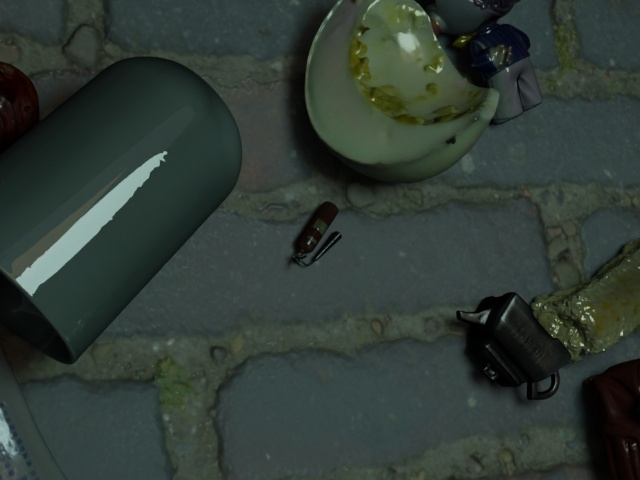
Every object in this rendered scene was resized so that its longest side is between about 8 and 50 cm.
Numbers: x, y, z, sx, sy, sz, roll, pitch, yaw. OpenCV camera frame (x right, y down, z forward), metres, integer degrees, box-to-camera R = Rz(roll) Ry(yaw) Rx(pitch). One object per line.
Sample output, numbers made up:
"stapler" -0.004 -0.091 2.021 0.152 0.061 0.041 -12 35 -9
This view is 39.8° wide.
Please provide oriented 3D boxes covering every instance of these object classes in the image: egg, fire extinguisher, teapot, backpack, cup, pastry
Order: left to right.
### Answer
"cup" -0.237 -0.045 0.952 0.205 0.205 0.312 45 63 -8
"fire extinguisher" -0.004 0.000 1.142 0.100 0.032 0.046 -57 137 -24
"egg" 0.103 -0.177 1.155 0.206 0.162 0.271 -41 62 11
"teapot" 0.251 0.148 1.184 0.177 0.087 0.096 48 69 -7
"pastry" 0.420 0.082 1.276 0.258 0.089 0.121 -21 75 -29
"backpack" 0.471 0.272 1.227 0.229 0.139 0.229 16 65 -38

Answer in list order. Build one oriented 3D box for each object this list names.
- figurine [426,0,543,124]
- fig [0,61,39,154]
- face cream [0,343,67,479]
"figurine" 0.229 -0.302 1.260 0.193 0.133 0.274 -5 91 -24
"fig" -0.373 -0.125 0.956 0.128 0.128 0.150 16 77 -20
"face cream" -0.388 0.184 0.872 0.235 0.137 0.420 -28 93 -50
